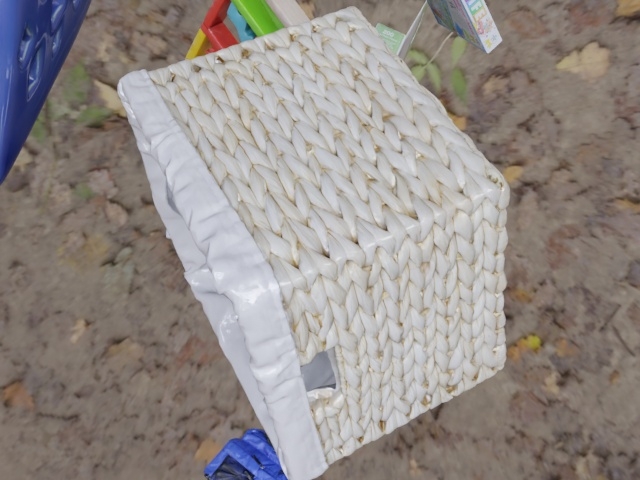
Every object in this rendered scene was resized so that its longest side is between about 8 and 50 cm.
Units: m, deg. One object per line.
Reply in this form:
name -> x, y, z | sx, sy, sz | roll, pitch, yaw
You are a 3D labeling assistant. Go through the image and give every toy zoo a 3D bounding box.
toy zoo -> -0.092, -0.219, 1.259 | 0.030, 0.293, 0.192 | -31, 83, -33

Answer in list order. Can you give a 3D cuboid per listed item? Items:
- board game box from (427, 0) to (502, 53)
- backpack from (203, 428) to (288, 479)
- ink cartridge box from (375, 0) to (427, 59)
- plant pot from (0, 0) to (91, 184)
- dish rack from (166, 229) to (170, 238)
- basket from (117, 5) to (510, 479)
board game box -> 0.155, -0.303, 1.148 | 0.026, 0.103, 0.154 | -43, 138, -1
backpack -> -0.071, 0.303, 1.194 | 0.120, 0.098, 0.101 | 40, 88, 20
ink cartridge box -> 0.099, -0.282, 1.497 | 0.056, 0.171, 0.235 | 24, 66, 2
plant pot -> -0.220, -0.196, 0.451 | 0.236, 0.236, 0.212 | 17, 133, -13
dish rack -> -0.187, -0.129, 1.534 | 0.072, 0.285, 0.332 | 5, 96, 2
basket -> 0.000, 0.000, 0.953 | 0.266, 0.331, 0.328 | -23, 140, -10
